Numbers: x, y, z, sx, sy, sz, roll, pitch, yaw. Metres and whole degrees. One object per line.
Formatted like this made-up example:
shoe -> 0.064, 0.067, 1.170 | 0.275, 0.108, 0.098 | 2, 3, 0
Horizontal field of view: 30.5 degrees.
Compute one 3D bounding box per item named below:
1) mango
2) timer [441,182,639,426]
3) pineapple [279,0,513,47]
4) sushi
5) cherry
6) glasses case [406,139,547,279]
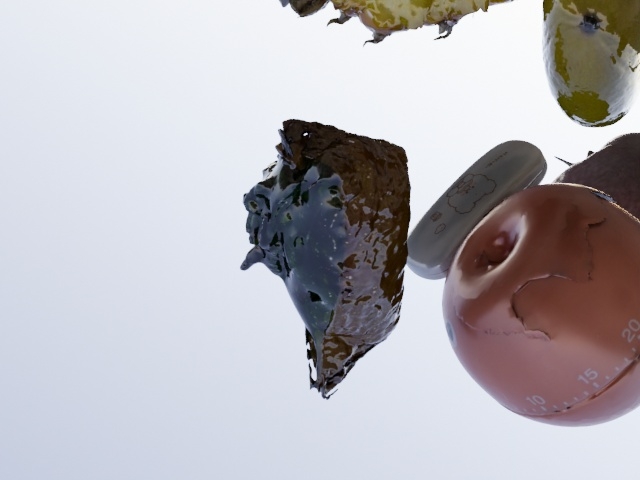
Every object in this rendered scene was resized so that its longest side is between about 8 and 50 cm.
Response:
mango -> 0.238, -0.165, 1.005 | 0.091, 0.137, 0.237 | 7, 160, 20
timer -> 0.238, 0.064, 1.160 | 0.215, 0.229, 0.229 | 44, -167, -26
pineapple -> 0.026, -0.354, 1.255 | 0.344, 0.286, 0.209 | 58, -169, -15
sushi -> 0.001, 0.000, 1.101 | 0.140, 0.287, 0.149 | -20, -136, -28
cherry -> 0.452, -0.024, 1.670 | 0.261, 0.221, 0.307 | -31, -120, -33
glasses case -> 0.166, -0.034, 1.261 | 0.074, 0.193, 0.049 | 30, 161, 49
